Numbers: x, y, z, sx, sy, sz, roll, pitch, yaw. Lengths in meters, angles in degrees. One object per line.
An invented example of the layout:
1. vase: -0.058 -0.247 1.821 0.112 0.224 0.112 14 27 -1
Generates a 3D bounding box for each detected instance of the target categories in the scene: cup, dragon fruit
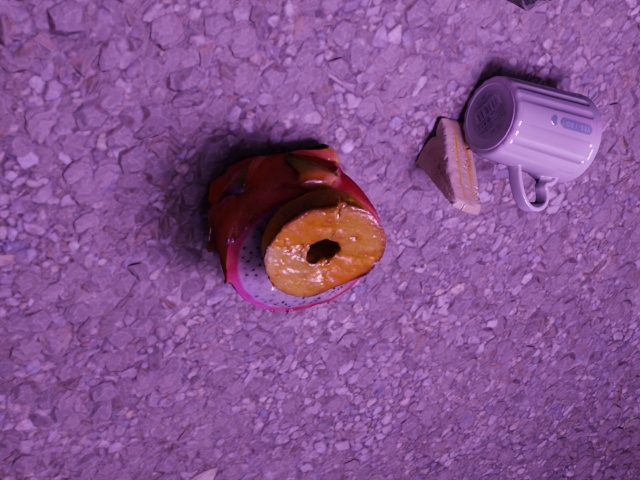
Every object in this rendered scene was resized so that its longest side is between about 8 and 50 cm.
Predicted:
1. cup: 0.381 -0.180 1.806 0.202 0.221 0.167 10 144 -33
2. dragon fruit: -0.057 -0.027 1.670 0.290 0.189 0.291 -11 130 -14

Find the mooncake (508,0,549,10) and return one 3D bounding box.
1. mooncake: 0.393 -0.510 1.615 0.250 0.136 0.254 -22 132 -12

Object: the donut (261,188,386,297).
1. donut: -0.001 -0.001 1.538 0.190 0.075 0.174 -36 133 12

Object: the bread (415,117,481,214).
1. bread: 0.248 -0.132 1.800 0.077 0.152 0.105 12 120 -39
